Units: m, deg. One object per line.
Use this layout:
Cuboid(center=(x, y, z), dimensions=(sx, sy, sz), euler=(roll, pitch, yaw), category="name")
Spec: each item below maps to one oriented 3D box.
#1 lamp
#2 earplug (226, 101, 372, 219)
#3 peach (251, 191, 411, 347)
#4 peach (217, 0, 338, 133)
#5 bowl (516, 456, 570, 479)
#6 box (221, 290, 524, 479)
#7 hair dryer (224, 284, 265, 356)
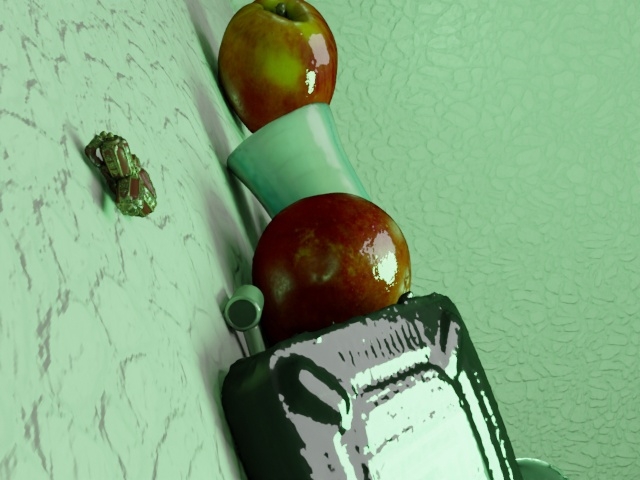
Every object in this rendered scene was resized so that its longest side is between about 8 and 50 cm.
Cuboid(center=(-0.146, -0.046, 0.552), dimensions=(0.083, 0.031, 0.063), euler=(43, 28, -89), category="lamp")
Cuboid(center=(0.014, -0.026, 1.118), dimensions=(0.324, 0.185, 0.185), euler=(60, 3, 4), category="earplug")
Cuboid(center=(0.009, 0.054, 0.928), dimensions=(0.243, 0.199, 0.244), euler=(-54, 156, -39), category="peach")
Cuboid(center=(-0.086, -0.334, 1.438), dimensions=(0.281, 0.238, 0.281), euler=(29, -48, 37), category="peach")
Cuboid(center=(0.209, 0.450, 1.105), dimensions=(0.157, 0.345, 0.346), euler=(29, -34, 59), category="bowl")
Cuboid(center=(0.086, 0.236, 0.720), dimensions=(0.359, 0.091, 0.351), euler=(-12, 78, -49), category="box")
Cuboid(center=(-0.068, 0.112, 0.779), dimensions=(0.063, 0.037, 0.125), euler=(-87, 161, -81), category="hair dryer")
